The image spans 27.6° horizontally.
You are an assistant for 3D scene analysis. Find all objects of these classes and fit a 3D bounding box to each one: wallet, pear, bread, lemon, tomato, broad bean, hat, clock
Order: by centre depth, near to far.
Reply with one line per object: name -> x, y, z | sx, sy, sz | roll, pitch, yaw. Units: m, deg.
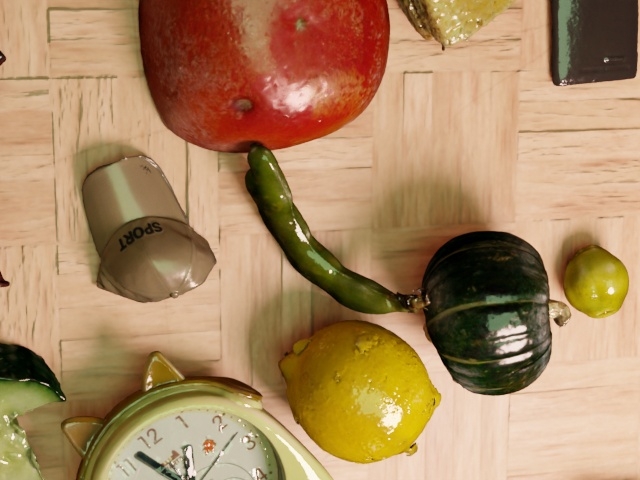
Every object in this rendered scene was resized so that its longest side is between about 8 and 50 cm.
tomato -> -0.050, -0.255, 1.525 | 0.339, 0.144, 0.338 | -4, 104, -17
hat -> -0.217, -0.011, 1.552 | 0.147, 0.085, 0.175 | -25, 108, -9
bread -> 0.148, -0.348, 1.583 | 0.138, 0.102, 0.196 | -31, 110, -6
broad bean -> 0.000, 0.000, 1.596 | 0.292, 0.144, 0.049 | 43, 56, -9
clock -> -0.160, 0.303, 1.615 | 0.286, 0.117, 0.348 | -37, 107, -6
lemon -> 0.045, 0.187, 1.623 | 0.206, 0.173, 0.173 | 28, 92, -10
wallet -> 0.354, -0.325, 1.687 | 0.124, 0.025, 0.244 | -6, 103, -15
pear -> 0.364, 0.053, 1.736 | 0.092, 0.092, 0.097 | -6, 61, -15

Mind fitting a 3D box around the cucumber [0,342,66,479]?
cucumber -> -0.401, 0.221, 1.527 | 0.191, 0.130, 0.191 | -4, 107, -15

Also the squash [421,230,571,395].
squash -> 0.213, 0.089, 1.630 | 0.172, 0.218, 0.218 | -29, 107, 0

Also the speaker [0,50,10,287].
speaker -> -0.476, -0.108, 1.457 | 0.259, 0.198, 0.329 | -3, 86, 24
